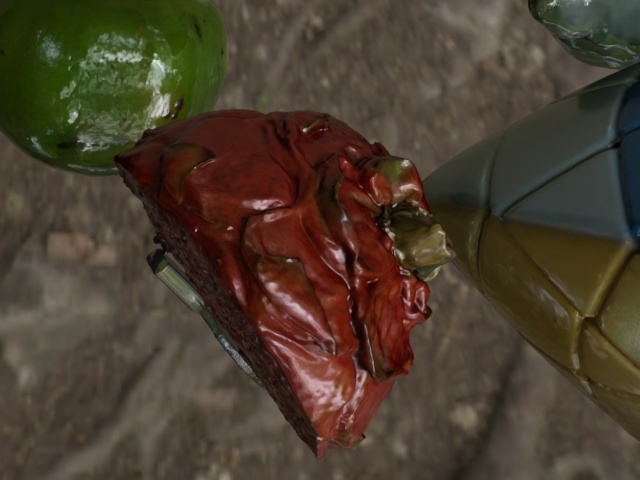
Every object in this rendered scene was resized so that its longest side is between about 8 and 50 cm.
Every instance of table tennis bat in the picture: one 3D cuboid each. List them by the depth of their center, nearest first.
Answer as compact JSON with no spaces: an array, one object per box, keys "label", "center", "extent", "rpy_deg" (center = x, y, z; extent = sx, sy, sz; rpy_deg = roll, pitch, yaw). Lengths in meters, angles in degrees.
[{"label":"table tennis bat","center":[-0.077,0.053,1.392],"extent":[0.014,0.095,0.158],"rpy_deg":[-36,138,5]}]

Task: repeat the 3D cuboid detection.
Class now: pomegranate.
[{"label":"pomegranate","center":[-0.189,-0.203,1.748],"extent":[0.236,0.236,0.301],"rpy_deg":[7,121,-10]}]

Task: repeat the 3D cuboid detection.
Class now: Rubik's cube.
[{"label":"Rubik's cube","center":[0.173,-0.028,0.975],"extent":[0.254,0.254,0.254],"rpy_deg":[-3,115,-5]}]

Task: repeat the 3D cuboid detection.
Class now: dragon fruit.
[{"label":"dragon fruit","center":[0.000,0.000,0.805],"extent":[0.106,0.083,0.162],"rpy_deg":[-34,89,-11]}]

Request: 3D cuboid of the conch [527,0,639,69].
[{"label":"conch","center":[0.196,-0.184,1.087],"extent":[0.277,0.195,0.220],"rpy_deg":[-42,140,-34]}]
